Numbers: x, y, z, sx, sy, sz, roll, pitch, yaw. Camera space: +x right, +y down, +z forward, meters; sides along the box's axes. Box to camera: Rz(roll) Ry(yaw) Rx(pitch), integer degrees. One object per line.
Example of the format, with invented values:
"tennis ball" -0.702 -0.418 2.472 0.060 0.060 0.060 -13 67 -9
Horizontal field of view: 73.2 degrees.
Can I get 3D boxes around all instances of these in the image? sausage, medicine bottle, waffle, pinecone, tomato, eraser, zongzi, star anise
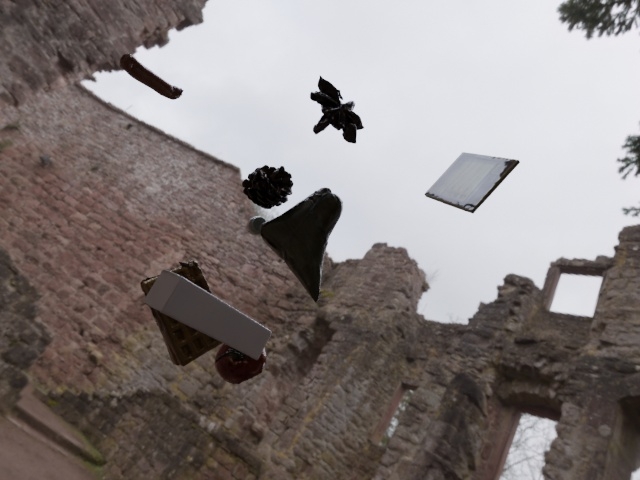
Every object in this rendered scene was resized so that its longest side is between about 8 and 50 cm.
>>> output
"sausage" -0.376 -0.360 0.966 0.042 0.036 0.158 -30 -26 22
"medicine bottle" -0.307 -0.073 2.094 0.090 0.090 0.217 44 -11 -10
"waffle" -0.478 0.252 1.530 0.098 0.224 0.327 -14 -82 47
"pinecone" -0.206 -0.215 1.745 0.179 0.184 0.205 57 -21 -16
"tomato" -0.337 0.475 1.800 0.228 0.228 0.101 21 -37 28
"eraser" -0.232 0.169 0.936 0.076 0.078 0.298 12 -23 41
"zongzi" 0.000 0.000 1.716 0.393 0.356 0.174 49 -9 24
"star anise" 0.057 -0.483 1.623 0.283 0.212 0.129 12 -30 -37

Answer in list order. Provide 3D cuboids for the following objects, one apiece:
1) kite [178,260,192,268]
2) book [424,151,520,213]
"kite" -0.401 0.068 1.280 0.044 0.002 0.078 20 -29 -8
"book" 0.523 -0.215 1.531 0.018 0.228 0.322 42 3 -21
